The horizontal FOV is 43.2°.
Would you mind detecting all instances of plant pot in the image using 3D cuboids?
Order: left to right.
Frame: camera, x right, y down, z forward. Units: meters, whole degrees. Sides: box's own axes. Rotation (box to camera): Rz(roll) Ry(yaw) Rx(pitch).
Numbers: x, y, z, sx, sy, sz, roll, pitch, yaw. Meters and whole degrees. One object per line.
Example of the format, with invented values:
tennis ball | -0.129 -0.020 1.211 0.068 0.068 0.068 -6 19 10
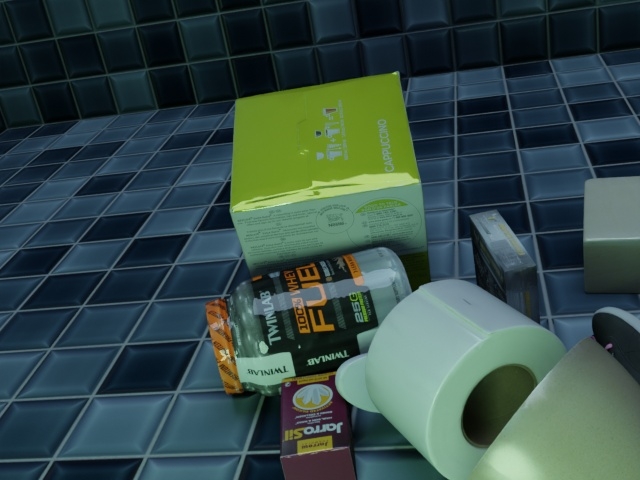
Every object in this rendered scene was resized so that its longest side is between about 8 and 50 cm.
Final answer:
plant pot | 0.312 0.285 0.954 0.191 0.284 0.284 38 49 24

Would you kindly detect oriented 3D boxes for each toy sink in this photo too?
toy sink | 0.585 -0.010 1.552 0.152 0.131 0.234 -1 32 18

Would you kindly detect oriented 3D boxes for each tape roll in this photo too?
tape roll | 0.208 0.197 1.151 0.246 0.246 0.169 -21 27 -19

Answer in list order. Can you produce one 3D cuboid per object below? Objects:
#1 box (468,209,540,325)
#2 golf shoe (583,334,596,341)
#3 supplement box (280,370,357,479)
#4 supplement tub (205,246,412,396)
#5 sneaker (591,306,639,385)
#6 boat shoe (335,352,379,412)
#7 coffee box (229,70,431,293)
box | 0.324 0.075 1.421 0.056 0.183 0.231 -11 25 0
golf shoe | 0.502 0.189 1.275 0.186 0.068 0.086 3 -9 43
supplement box | -0.004 0.290 1.230 0.104 0.081 0.188 -9 26 3
supplement tub | -0.014 0.144 1.386 0.338 0.207 0.207 -14 26 -6
sneaker | 0.420 0.212 1.147 0.146 0.105 0.296 -12 42 -6
boat shoe | 0.135 0.208 1.285 0.267 0.096 0.088 -5 7 -26
coffee box | 0.026 -0.081 1.582 0.338 0.334 0.338 -8 46 5
